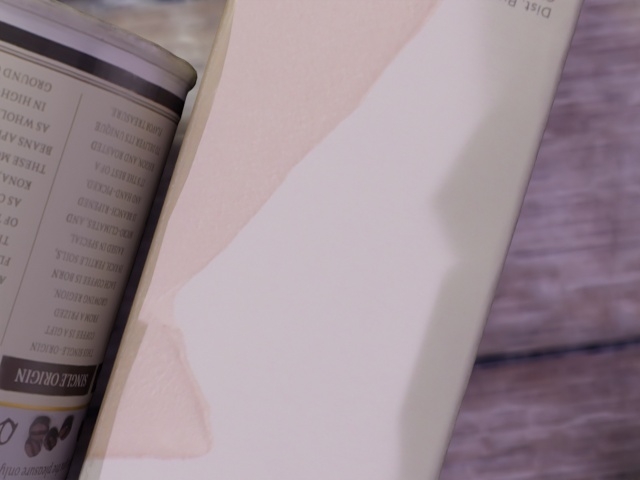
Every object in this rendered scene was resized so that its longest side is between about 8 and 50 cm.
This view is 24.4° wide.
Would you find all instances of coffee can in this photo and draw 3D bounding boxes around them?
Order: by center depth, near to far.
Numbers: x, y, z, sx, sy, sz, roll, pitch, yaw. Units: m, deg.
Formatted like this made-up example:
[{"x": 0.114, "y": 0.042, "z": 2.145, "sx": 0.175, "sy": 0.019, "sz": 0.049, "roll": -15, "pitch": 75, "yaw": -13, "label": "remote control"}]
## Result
[{"x": -0.179, "y": 0.039, "z": 0.535, "sx": 0.201, "sy": 0.201, "sz": 0.275, "roll": 18, "pitch": 89, "yaw": -1, "label": "coffee can"}]

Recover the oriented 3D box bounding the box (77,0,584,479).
[{"x": 0.000, "y": 0.000, "z": 0.567, "sx": 0.121, "sy": 0.148, "sz": 0.311, "roll": 17, "pitch": 88, "yaw": -4, "label": "box"}]
